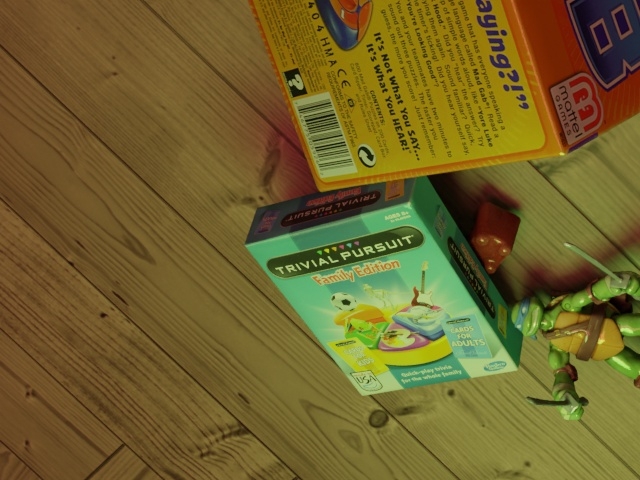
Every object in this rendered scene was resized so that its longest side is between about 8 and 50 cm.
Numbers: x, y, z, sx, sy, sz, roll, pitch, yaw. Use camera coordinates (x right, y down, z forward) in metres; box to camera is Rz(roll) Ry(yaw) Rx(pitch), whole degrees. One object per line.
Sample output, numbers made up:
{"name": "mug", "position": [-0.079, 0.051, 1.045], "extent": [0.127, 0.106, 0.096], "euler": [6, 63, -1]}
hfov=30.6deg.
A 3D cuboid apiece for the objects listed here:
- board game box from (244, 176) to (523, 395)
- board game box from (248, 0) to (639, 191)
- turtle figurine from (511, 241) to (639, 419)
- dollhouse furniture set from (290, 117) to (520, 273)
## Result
{"name": "board game box", "position": [0.093, 0.068, 1.601], "extent": [0.253, 0.079, 0.336], "euler": [-14, 129, 30]}
{"name": "board game box", "position": [0.169, -0.292, 1.207], "extent": [0.356, 0.356, 0.357], "euler": [-5, 109, 53]}
{"name": "turtle figurine", "position": [0.389, 0.146, 1.531], "extent": [0.266, 0.198, 0.275], "euler": [12, 167, -1]}
{"name": "dollhouse furniture set", "position": [0.146, -0.107, 1.577], "extent": [0.201, 0.152, 0.374], "euler": [-16, 128, 31]}
